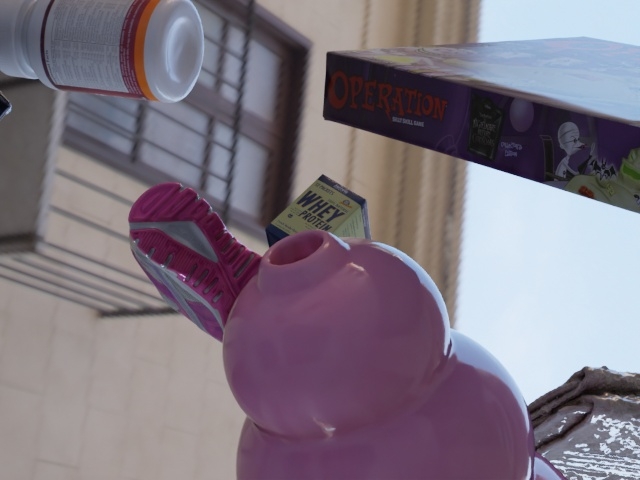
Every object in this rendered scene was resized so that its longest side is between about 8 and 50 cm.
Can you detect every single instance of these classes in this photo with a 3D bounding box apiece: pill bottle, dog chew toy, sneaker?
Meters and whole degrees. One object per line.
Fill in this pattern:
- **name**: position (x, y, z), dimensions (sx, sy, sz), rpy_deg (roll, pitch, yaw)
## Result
- **pill bottle**: position (-0.254, -0.225, 1.671), dimensions (0.221, 0.121, 0.121), rpy_deg (8, -101, 22)
- **dog chew toy**: position (0.043, 0.143, 0.875), dimensions (0.206, 0.332, 0.206), rpy_deg (-19, -155, 9)
- **sneaker**: position (-0.098, 0.047, 1.512), dimensions (0.103, 0.111, 0.252), rpy_deg (-44, -83, -17)

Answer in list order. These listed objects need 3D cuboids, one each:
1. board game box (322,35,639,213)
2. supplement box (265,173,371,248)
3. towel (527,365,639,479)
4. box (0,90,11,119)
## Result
- **board game box**: position (0.179, -0.065, 0.791), dimensions (0.347, 0.208, 0.056), rpy_deg (23, -68, 54)
- **supplement box**: position (0.000, 0.000, 1.401), dimensions (0.056, 0.083, 0.083), rpy_deg (32, -118, 28)
- **towel**: position (0.283, 0.163, 1.168), dimensions (0.187, 0.282, 0.049), rpy_deg (129, -35, -58)
- **box**: position (-0.559, -0.227, 1.603), dimensions (0.179, 0.343, 0.312), rpy_deg (-49, -140, 1)
